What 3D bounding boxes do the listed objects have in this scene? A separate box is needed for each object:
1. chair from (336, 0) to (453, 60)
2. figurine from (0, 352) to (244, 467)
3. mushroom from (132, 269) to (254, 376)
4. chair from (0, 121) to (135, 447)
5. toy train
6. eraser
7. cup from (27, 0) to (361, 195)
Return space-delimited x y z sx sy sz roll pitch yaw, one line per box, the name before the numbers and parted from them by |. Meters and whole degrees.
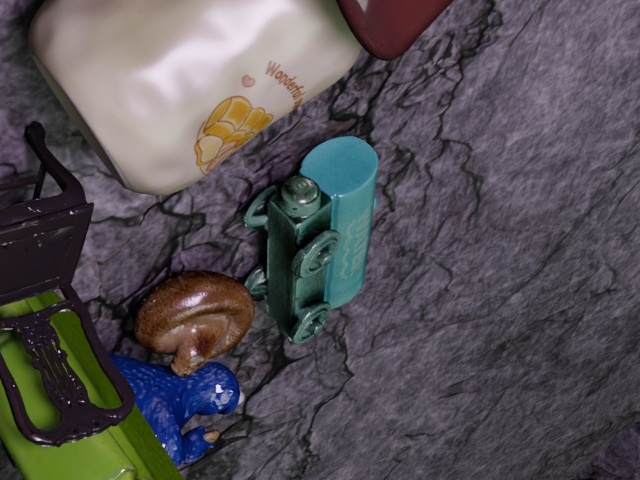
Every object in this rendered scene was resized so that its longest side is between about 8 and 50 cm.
chair | 0.121 -0.331 1.007 0.401 0.226 0.226 -41 152 5
figurine | -0.192 0.164 1.479 0.262 0.164 0.120 -17 119 -45
mushroom | -0.127 0.078 1.479 0.126 0.085 0.109 24 93 -48
chair | -0.222 0.033 1.152 0.106 0.229 0.113 -18 149 -33
toy train | 0.000 0.000 1.507 0.159 0.101 0.248 -40 156 -25
eraser | -0.221 0.147 1.271 0.092 0.274 0.210 -36 151 -1
cup | -0.108 -0.153 1.126 0.202 0.255 0.173 -35 109 -8
